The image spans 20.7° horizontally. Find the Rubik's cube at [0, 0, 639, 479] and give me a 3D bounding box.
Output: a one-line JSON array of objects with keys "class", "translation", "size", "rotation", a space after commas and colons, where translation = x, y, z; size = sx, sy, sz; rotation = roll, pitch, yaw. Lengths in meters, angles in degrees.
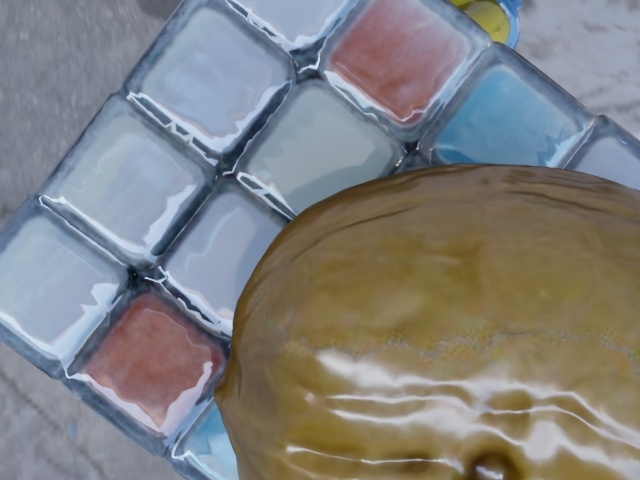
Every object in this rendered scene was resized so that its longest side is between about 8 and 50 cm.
[{"class": "Rubik's cube", "translation": [0.000, 0.000, 0.911], "size": [0.253, 0.256, 0.259], "rotation": [37, 91, -3]}]

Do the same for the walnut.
[{"class": "walnut", "translation": [0.068, 0.067, 0.688], "size": [0.222, 0.195, 0.195], "rotation": [7, 108, 3]}]

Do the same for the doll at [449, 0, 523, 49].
[{"class": "doll", "translation": [0.098, -0.168, 1.760], "size": [0.363, 0.199, 0.145], "rotation": [-38, 108, -38]}]
